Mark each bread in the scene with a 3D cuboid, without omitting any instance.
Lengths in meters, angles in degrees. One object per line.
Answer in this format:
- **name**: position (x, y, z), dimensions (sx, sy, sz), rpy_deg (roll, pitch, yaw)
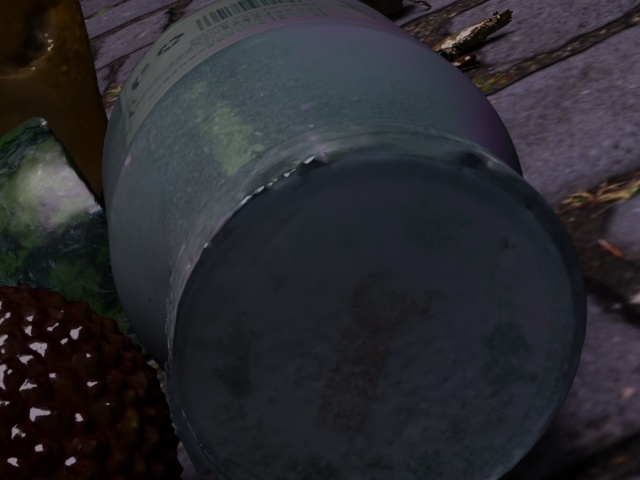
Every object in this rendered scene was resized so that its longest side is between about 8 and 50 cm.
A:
- **bread**: position (-0.368, -0.192, 1.231), dimensions (0.250, 0.394, 0.361), rpy_deg (-12, 20, -13)

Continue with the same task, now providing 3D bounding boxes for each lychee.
- **lychee**: position (-0.169, 0.119, 0.614), dimensions (0.188, 0.188, 0.188), rpy_deg (-21, 24, 10)

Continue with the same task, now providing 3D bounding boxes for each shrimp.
- **shrimp**: position (0.159, -0.203, 1.160), dimensions (0.114, 0.023, 0.083), rpy_deg (-29, 26, 3)

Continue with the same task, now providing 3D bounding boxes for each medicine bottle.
- **medicine bottle**: position (0.000, 0.000, 0.626), dimensions (0.245, 0.245, 0.290), rpy_deg (-25, 25, -1)

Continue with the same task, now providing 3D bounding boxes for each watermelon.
- **watermelon**: position (-0.234, 0.019, 0.950), dimensions (0.305, 0.180, 0.224), rpy_deg (32, 104, 58)

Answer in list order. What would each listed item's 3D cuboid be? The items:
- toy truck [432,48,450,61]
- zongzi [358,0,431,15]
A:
- **toy truck**: position (0.051, -0.112, 0.994), dimensions (0.121, 0.088, 0.259), rpy_deg (-30, 23, -12)
- **zongzi**: position (0.068, -0.366, 1.453), dimensions (0.189, 0.081, 0.178), rpy_deg (-3, 58, 39)
